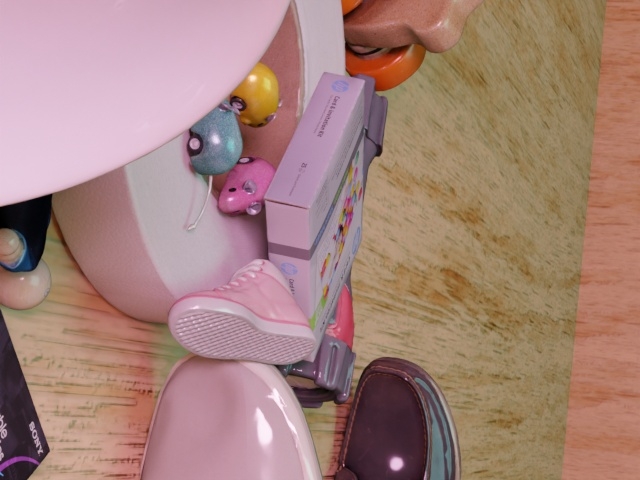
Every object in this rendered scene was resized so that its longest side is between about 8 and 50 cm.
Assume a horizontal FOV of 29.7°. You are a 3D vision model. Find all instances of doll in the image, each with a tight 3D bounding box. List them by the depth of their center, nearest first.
[{"bbox_3d":[-0.173,-0.035,0.702,0.129,0.046,0.189,-101,-159,-52],"label":"doll"}]

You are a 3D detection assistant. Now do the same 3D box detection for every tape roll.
[{"bbox_3d":[-0.081,-0.126,0.933,0.392,0.072,0.391,3,90,-68],"label":"tape roll"}]

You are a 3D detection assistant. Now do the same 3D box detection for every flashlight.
[{"bbox_3d":[0.000,0.000,1.134,0.103,0.103,0.304,49,44,-54],"label":"flashlight"}]

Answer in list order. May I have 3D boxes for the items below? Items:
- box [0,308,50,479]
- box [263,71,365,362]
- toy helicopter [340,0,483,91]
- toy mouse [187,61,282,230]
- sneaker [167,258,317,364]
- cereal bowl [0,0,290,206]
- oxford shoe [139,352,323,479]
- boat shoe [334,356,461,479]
[{"bbox_3d":[-0.221,0.128,0.692,0.162,0.029,0.116,-58,145,-51],"label":"box"},{"bbox_3d":[-0.002,-0.016,0.959,0.186,0.038,0.145,91,17,-48],"label":"box"},{"bbox_3d":[0.155,-0.276,1.113,0.140,0.355,0.235,46,56,-44],"label":"toy helicopter"},{"bbox_3d":[-0.057,-0.061,0.867,0.161,0.031,0.143,70,32,-45],"label":"toy mouse"},{"bbox_3d":[-0.063,0.045,0.863,0.134,0.051,0.070,18,41,-47],"label":"sneaker"},{"bbox_3d":[-0.178,-0.137,0.394,0.339,0.339,0.141,47,30,-61],"label":"cereal bowl"},{"bbox_3d":[-0.098,0.298,0.863,0.130,0.169,0.449,15,82,-57],"label":"oxford shoe"},{"bbox_3d":[0.073,0.307,1.307,0.130,0.132,0.355,-16,107,-67],"label":"boat shoe"}]
